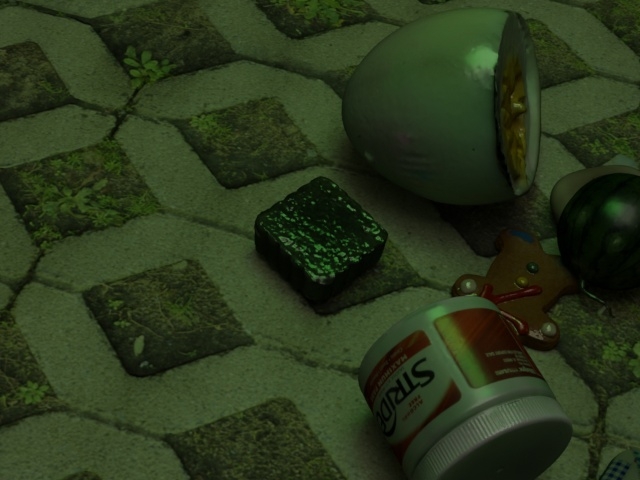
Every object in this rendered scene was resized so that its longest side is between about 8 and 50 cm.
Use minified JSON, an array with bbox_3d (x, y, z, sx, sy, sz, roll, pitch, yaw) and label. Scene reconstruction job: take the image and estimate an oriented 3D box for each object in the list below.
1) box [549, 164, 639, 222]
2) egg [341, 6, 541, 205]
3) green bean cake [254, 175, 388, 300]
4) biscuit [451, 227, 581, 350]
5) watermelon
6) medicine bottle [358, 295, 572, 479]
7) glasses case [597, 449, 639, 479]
[{"bbox_3d":[0.527,-0.071,2.136,0.200,0.088,0.146,-10,53,-12],"label":"box"},{"bbox_3d":[0.207,-0.239,2.098,0.339,0.354,0.355,0,46,23],"label":"egg"},{"bbox_3d":[0.000,0.000,2.018,0.183,0.094,0.185,-34,61,-29],"label":"green bean cake"},{"bbox_3d":[0.333,0.109,1.997,0.205,0.049,0.324,33,56,19],"label":"biscuit"},{"bbox_3d":[0.517,-0.020,1.997,0.232,0.127,0.204,-43,73,-7],"label":"watermelon"},{"bbox_3d":[0.213,0.246,1.731,0.252,0.252,0.241,-17,54,-19],"label":"medicine bottle"},{"bbox_3d":[0.431,0.443,1.704,0.125,0.076,0.327,33,54,18],"label":"glasses case"}]
